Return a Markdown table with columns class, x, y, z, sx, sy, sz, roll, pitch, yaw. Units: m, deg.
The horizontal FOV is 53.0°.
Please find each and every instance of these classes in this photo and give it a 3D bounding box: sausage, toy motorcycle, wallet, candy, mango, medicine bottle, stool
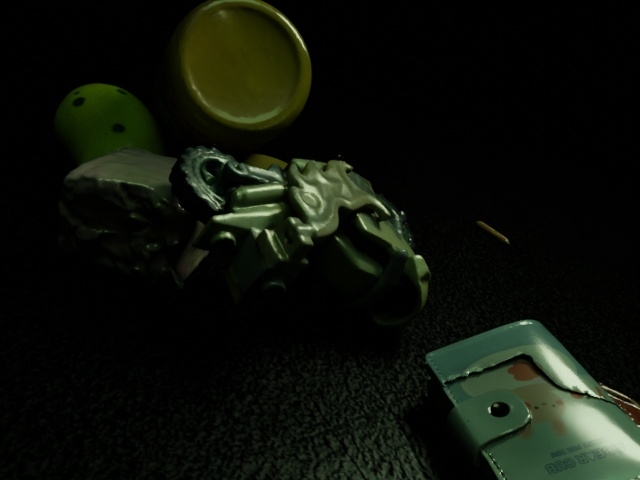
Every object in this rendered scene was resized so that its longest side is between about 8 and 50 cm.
| class | x | y | z | sx | sy | sz | roll | pitch | yaw |
| --- | --- | --- | --- | --- | --- | --- | --- | --- | --- |
| sausage | 0.363 | -0.016 | 1.353 | 0.015 | 0.015 | 0.100 | -1 | 29 | -34 |
| toy motorcycle | 0.000 | 0.000 | 0.845 | 0.410 | 0.169 | 0.237 | 12 | 40 | -40 |
| wallet | 0.227 | 0.194 | 0.675 | 0.176 | 0.075 | 0.250 | -15 | 31 | -9 |
| candy | -0.230 | -0.034 | 0.866 | 0.184 | 0.137 | 0.195 | 18 | 22 | 4 |
| mango | -0.347 | -0.159 | 1.067 | 0.175 | 0.143 | 0.293 | 0 | 38 | -29 |
| medicine bottle | -0.177 | -0.252 | 1.118 | 0.224 | 0.224 | 0.384 | 7 | -3 | -20 |
| stool | -0.102 | -0.075 | 1.066 | 0.135 | 0.110 | 0.134 | -2 | 31 | -37 |

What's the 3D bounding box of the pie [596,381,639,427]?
| class | x | y | z | sx | sy | sz | roll | pitch | yaw |
| --- | --- | --- | --- | --- | --- | --- | --- | --- | --- |
| pie | 0.316 | 0.227 | 0.747 | 0.182 | 0.050 | 0.182 | 9 | 26 | -5 |
